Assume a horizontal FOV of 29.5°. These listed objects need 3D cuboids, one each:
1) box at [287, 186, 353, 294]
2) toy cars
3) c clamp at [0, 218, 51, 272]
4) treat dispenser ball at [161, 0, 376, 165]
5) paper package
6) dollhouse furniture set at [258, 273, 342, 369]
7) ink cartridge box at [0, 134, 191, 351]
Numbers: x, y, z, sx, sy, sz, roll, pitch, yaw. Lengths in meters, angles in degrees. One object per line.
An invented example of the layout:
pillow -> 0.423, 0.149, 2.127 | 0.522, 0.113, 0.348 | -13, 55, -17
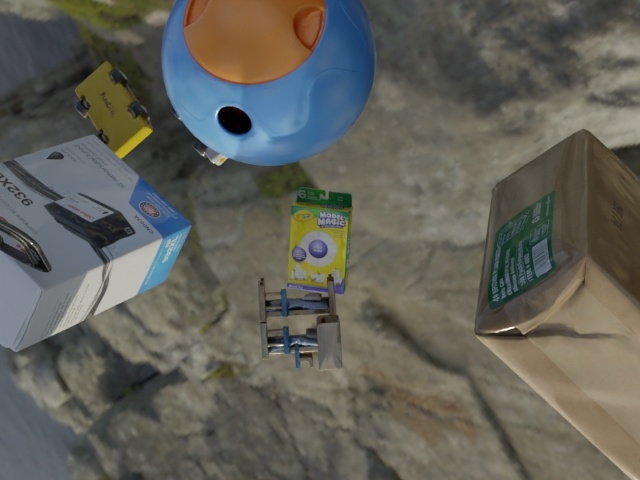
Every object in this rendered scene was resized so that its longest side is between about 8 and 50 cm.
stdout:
box -> 0.000, 0.000, 2.101 | 0.105, 0.043, 0.179 | 7, 108, 10
toy cars -> -0.255, -0.205, 2.034 | 0.393, 0.176, 0.087 | 6, 162, 32
c clamp -> -0.390, -0.011, 1.468 | 0.137, 0.022, 0.161 | 22, 159, 13
treat dispenser ball -> -0.069, -0.245, 1.624 | 0.288, 0.288, 0.288 | 39, 148, 30
paper package -> 0.346, 0.068, 1.440 | 0.309, 0.325, 0.168 | 41, 121, -14
dollhouse furniture set -> -0.035, 0.131, 1.966 | 0.184, 0.129, 0.129 | -108, 14, -85
ink cartridge box -> -0.371, -0.007, 1.702 | 0.223, 0.307, 0.129 | 42, 125, 15
